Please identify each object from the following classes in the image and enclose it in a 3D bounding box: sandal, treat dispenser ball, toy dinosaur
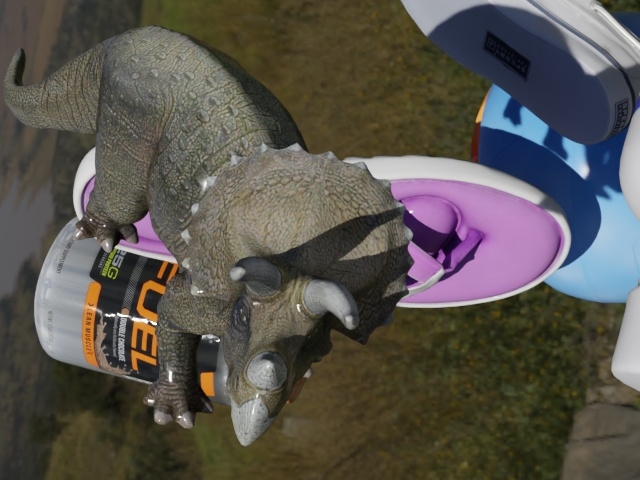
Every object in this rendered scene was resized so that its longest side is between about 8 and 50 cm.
[{"bbox_3d":[-0.001,0.011,0.884,0.169,0.417,0.102,97,179,-47],"label":"sandal"},{"bbox_3d":[0.294,-0.082,1.057,0.288,0.288,0.288,-170,90,-68],"label":"treat dispenser ball"},{"bbox_3d":[-0.052,-0.025,0.485,0.313,0.121,0.160,57,141,38],"label":"toy dinosaur"}]

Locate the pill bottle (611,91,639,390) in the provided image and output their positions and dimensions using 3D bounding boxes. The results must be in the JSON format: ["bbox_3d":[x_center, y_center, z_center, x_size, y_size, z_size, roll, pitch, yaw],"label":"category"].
[{"bbox_3d":[0.201,-0.062,0.390,0.152,0.152,0.272,-2,67,67],"label":"pill bottle"}]

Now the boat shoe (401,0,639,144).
[{"bbox_3d":[0.152,-0.173,0.814,0.258,0.084,0.095,49,151,23],"label":"boat shoe"}]

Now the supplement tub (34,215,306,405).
[{"bbox_3d":[-0.179,0.093,1.382,0.207,0.338,0.207,12,-90,-79],"label":"supplement tub"}]
